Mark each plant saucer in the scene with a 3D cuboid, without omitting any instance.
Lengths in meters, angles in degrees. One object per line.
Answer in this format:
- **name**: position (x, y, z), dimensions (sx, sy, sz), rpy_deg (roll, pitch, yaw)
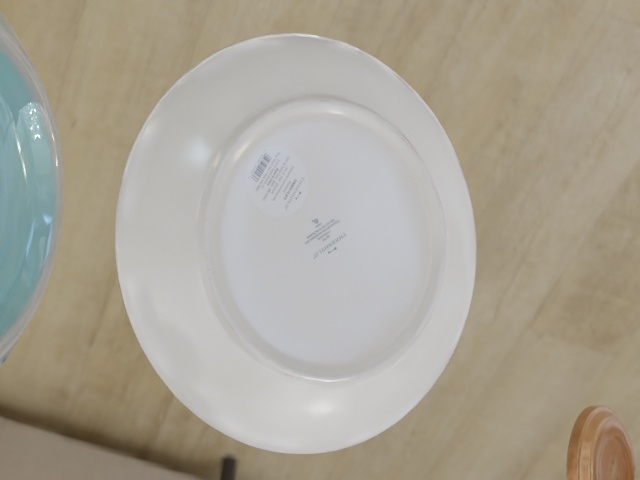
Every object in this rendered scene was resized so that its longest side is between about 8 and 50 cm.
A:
- **plant saucer**: position (0.168, 0.139, 0.735), dimensions (0.013, 0.083, 0.083), rpy_deg (-6, 131, 35)

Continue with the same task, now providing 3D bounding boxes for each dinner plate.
- **dinner plate**: position (0.000, 0.000, 0.413), dimensions (0.141, 0.141, 0.017), rpy_deg (38, 157, -23)

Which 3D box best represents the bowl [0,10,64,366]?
- **bowl**: position (-0.238, -0.023, 0.592), dimensions (0.163, 0.311, 0.312), rpy_deg (3, 131, 23)
